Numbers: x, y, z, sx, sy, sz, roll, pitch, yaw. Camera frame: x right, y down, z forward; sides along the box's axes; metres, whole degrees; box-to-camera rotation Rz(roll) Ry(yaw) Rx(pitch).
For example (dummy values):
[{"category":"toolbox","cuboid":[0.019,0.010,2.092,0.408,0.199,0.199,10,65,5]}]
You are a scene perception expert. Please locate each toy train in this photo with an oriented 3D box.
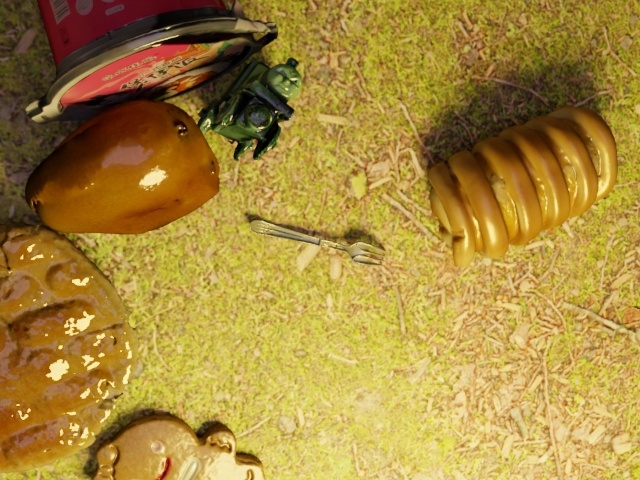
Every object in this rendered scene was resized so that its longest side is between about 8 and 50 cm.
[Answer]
[{"category":"toy train","cuboid":[-0.084,-0.172,0.925,0.083,0.200,0.132,37,82,-21]}]

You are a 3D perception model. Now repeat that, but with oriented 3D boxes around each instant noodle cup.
[{"category":"instant noodle cup","cuboid":[-0.222,-0.272,0.856,0.303,0.258,0.181,-21,91,-16]}]

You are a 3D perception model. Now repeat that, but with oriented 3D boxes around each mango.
[{"category":"mango","cuboid":[-0.257,-0.086,0.912,0.236,0.166,0.136,-29,73,16]}]

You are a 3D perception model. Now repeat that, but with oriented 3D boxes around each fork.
[{"category":"fork","cuboid":[0.002,0.002,1.071,0.220,0.028,0.034,15,99,-19]}]

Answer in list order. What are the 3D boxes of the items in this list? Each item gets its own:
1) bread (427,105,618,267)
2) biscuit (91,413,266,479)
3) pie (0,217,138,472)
[{"category":"bread","cuboid":[0.314,-0.090,1.101,0.311,0.121,0.172,-27,105,-12]},{"category":"biscuit","cuboid":[-0.204,0.341,1.068,0.249,0.035,0.184,33,89,-19]},{"category":"pie","cuboid":[-0.405,0.142,0.950,0.340,0.083,0.339,-4,103,-18]}]
